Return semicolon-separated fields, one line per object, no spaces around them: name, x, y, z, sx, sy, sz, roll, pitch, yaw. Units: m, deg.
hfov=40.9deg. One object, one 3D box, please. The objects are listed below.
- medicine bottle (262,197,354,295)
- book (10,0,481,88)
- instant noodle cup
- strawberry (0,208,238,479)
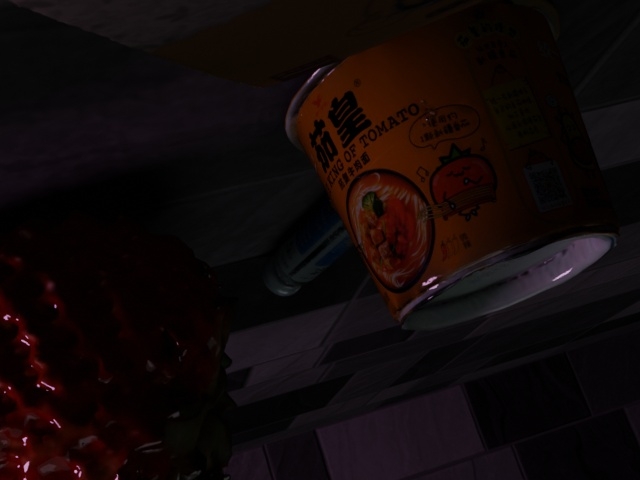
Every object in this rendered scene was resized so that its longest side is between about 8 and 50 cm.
medicine bottle;0.000;0.000;0.849;0.051;0.051;0.191;-7;160;-32
book;0.038;-0.135;0.327;0.269;0.032;0.389;-20;180;14
instant noodle cup;0.101;-0.045;0.613;0.215;0.172;0.216;-18;162;-6
strawberry;-0.240;0.129;0.666;0.351;0.267;0.312;2;142;-6
